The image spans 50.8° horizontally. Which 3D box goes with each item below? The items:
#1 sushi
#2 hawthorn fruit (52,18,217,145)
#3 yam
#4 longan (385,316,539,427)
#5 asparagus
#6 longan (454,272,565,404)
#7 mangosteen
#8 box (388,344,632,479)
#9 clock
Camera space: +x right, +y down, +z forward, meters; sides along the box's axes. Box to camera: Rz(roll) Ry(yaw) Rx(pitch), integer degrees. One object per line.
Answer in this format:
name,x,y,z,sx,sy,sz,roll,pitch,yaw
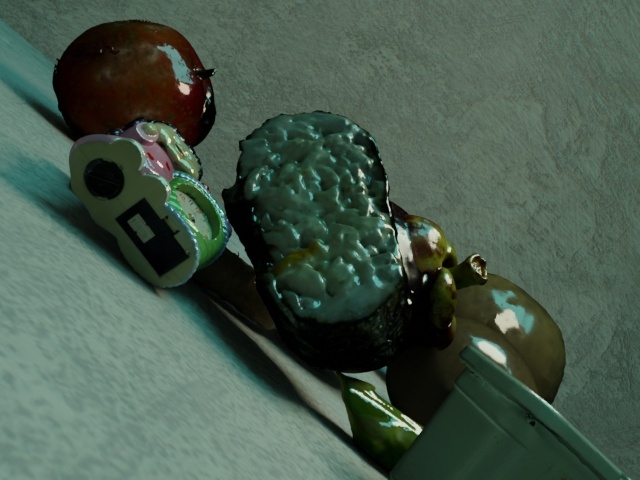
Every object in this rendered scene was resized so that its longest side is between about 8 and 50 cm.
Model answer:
sushi,0.000,0.000,0.859,0.171,0.211,0.350,82,-11,-58
hawthorn fruit,-0.354,-0.277,1.312,0.316,0.316,0.316,41,0,0
yam,-0.178,0.003,0.920,0.357,0.081,0.081,39,0,-16
longan,0.255,0.270,1.194,0.300,0.243,0.300,30,8,-5
asparagus,0.139,0.275,0.814,0.343,0.085,0.082,35,15,-10
longan,0.396,0.287,1.666,0.436,0.404,0.404,43,-1,-20
mangosteen,0.077,0.080,1.098,0.313,0.297,0.297,30,3,-14
box,0.226,0.283,0.705,0.312,0.182,0.175,40,1,-17
clock,-0.184,-0.053,0.787,0.194,0.100,0.195,56,15,-12
